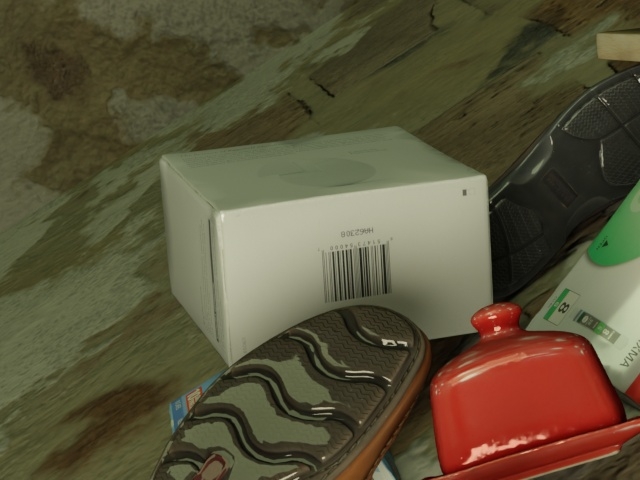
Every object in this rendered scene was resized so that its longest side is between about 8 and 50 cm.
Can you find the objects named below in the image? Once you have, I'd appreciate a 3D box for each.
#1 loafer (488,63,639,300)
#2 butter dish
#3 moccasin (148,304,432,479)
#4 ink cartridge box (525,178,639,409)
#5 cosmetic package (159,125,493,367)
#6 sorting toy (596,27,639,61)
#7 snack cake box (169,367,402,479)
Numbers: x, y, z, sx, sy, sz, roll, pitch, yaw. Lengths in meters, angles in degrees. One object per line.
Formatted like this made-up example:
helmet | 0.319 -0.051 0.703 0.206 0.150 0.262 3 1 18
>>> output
loafer | 0.220 -0.064 1.713 0.302 0.109 0.095 -39 13 -9
butter dish | 0.132 0.099 1.283 0.159 0.118 0.160 -18 -7 5
moccasin | -0.047 0.208 1.323 0.139 0.147 0.380 21 69 30
ink cartridge box | 0.256 0.032 1.379 0.181 0.056 0.224 -52 17 -2
cosmetic package | 0.000 0.000 1.608 0.224 0.138 0.224 -8 17 -14
sorting toy | 0.396 -0.207 1.614 0.255 0.089 0.257 -9 9 -16
snack cake box | -0.030 0.169 1.535 0.152 0.089 0.264 -33 16 2
